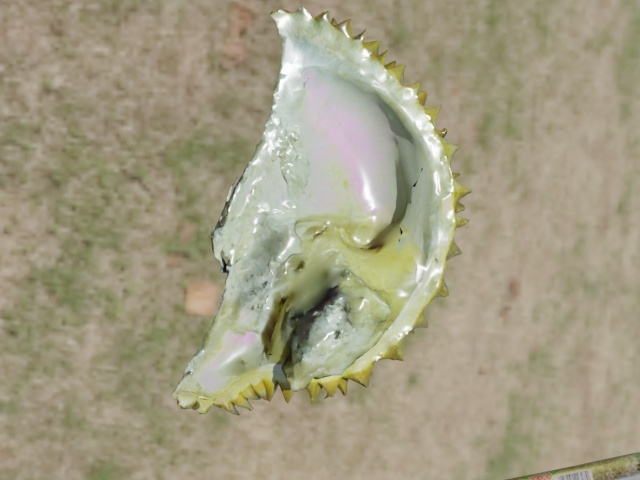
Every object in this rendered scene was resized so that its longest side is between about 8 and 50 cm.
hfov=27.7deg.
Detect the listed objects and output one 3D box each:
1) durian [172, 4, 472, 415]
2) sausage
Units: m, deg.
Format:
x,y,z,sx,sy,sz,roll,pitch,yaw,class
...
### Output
x,y,z,sx,sy,sz,roll,pitch,yaw,class
0.000,0.000,0.944,0.166,0.172,0.306,18,98,-50,durian
0.277,0.294,1.566,0.033,0.269,0.033,48,33,-46,sausage
